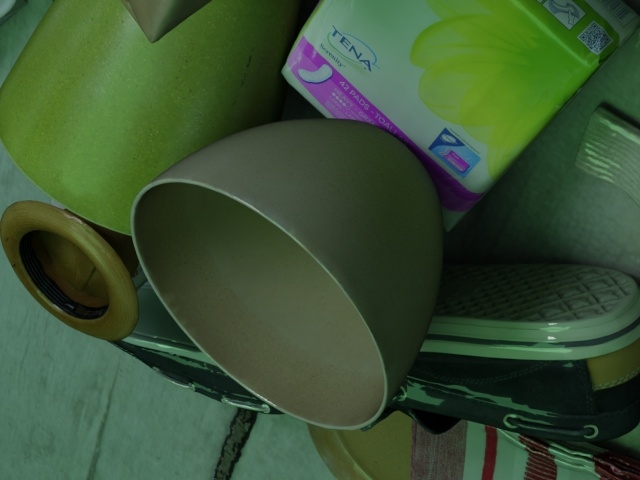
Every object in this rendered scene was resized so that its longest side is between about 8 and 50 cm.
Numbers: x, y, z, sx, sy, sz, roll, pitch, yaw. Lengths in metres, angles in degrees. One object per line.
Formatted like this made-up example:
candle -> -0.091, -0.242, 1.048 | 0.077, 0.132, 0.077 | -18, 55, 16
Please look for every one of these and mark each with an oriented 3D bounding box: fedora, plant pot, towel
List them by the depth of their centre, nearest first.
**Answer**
plant pot -> 0.000, 0.000, 1.552 | 0.284, 0.191, 0.284 | 31, 149, 22
plant pot -> -0.130, -0.197, 1.644 | 0.275, 0.275, 0.293 | 39, 126, 13
fedora -> -0.242, 0.015, 1.800 | 0.194, 0.079, 0.194 | 27, 144, 22
towel -> 0.240, 0.289, 1.824 | 0.329, 0.037, 0.237 | 20, 136, 22
plant pot -> 0.084, 0.230, 1.965 | 0.236, 0.032, 0.236 | 27, 138, 27

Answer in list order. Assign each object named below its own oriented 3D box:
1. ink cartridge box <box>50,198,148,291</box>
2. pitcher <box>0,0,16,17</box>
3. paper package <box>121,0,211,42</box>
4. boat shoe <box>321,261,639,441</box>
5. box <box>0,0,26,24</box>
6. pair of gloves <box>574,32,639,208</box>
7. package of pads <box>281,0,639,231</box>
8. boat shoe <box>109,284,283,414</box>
ink cartridge box -> -0.213, -0.052, 1.906 | 0.092, 0.158, 0.218 | 28, 139, 20
pitcher -> -0.386, -0.342, 1.833 | 0.207, 0.125, 0.178 | 60, 147, 30
paper package -> -0.030, -0.339, 1.290 | 0.168, 0.325, 0.309 | 50, 159, 2
boat shoe -> 0.099, 0.107, 1.719 | 0.500, 0.187, 0.156 | 3, 119, 37
box -> -0.408, -0.262, 1.964 | 0.101, 0.102, 0.087 | -26, 101, 52
pair of gloves -> 0.321, -0.076, 1.447 | 0.204, 0.042, 0.240 | 39, 143, 12
package of pads -> 0.111, -0.173, 1.523 | 0.229, 0.101, 0.296 | 44, 143, 4
boat shoe -> -0.155, 0.131, 2.048 | 0.302, 0.114, 0.091 | 18, 128, 35
